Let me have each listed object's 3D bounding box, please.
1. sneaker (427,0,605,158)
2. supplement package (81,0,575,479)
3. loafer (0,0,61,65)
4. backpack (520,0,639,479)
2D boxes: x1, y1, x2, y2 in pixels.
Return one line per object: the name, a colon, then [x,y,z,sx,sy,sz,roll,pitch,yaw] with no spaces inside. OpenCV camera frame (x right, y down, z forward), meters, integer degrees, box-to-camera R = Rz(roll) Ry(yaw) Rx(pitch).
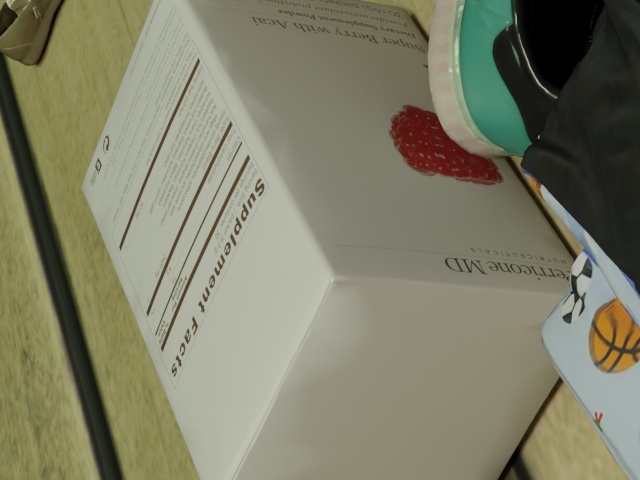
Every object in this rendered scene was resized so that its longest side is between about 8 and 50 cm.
sneaker: [0.123,-0.196,1.050,0.121,0.108,0.302,-1,92,59]
supplement package: [0.000,0.000,1.148,0.175,0.177,0.293,-64,36,31]
loafer: [-0.263,-0.227,1.777,0.056,0.050,0.148,51,128,51]
backpack: [0.223,0.018,0.674,0.276,0.263,0.213,-116,36,-49]
